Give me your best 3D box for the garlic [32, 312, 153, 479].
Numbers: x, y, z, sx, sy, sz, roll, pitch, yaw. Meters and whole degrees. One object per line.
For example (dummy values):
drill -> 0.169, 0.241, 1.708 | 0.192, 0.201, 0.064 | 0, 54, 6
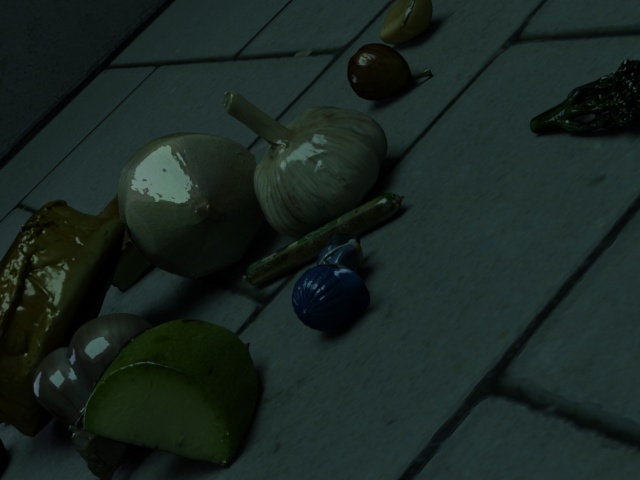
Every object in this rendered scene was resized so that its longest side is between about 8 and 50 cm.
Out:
garlic -> -0.244, 0.163, 1.478 | 0.214, 0.160, 0.191 | -42, 28, 5

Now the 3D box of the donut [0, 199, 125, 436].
donut -> -0.387, 0.104, 1.651 | 0.330, 0.160, 0.330 | -161, 90, -84

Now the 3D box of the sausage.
sausage -> 0.000, 0.000, 1.543 | 0.269, 0.033, 0.033 | -28, 27, 29

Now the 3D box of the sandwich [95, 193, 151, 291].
sandwich -> -0.282, -0.064, 1.979 | 0.245, 0.063, 0.212 | -43, 35, 11

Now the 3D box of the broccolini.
broccolini -> 0.294, -0.152, 1.314 | 0.202, 0.068, 0.091 | -12, 56, 50

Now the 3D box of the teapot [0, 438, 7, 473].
teapot -> -0.521, 0.310, 1.714 | 0.116, 0.116, 0.173 | -5, 43, 54

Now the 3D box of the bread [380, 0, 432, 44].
bread -> 0.143, -0.354, 1.916 | 0.115, 0.056, 0.082 | -26, 43, 67

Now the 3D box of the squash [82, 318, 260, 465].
squash -> -0.162, 0.142, 1.349 | 0.191, 0.085, 0.184 | 11, 50, 9

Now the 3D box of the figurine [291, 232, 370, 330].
figurine -> 0.015, 0.042, 1.396 | 0.149, 0.087, 0.086 | -80, 7, -57

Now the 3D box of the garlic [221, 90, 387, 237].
garlic -> -0.036, -0.133, 1.597 | 0.199, 0.226, 0.199 | -39, 21, 19

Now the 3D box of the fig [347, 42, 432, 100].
fig -> 0.104, -0.248, 1.780 | 0.125, 0.089, 0.089 | 15, 57, 39

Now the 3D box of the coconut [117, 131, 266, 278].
coconut -> -0.178, -0.050, 1.702 | 0.224, 0.224, 0.234 | -48, 24, -16
